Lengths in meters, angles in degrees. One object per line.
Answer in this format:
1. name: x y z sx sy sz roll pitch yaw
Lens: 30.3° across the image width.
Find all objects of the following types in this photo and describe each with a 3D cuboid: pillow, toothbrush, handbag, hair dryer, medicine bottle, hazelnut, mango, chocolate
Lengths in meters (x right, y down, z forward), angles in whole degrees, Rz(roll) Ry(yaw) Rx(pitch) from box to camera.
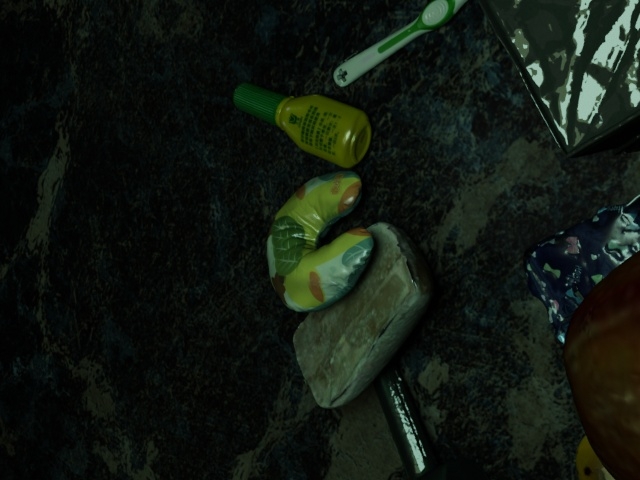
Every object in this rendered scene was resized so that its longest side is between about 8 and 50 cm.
1. pillow: 0.000 0.000 1.845 0.214 0.086 0.233 -36 41 31
2. toothbrush: 0.164 -0.329 1.730 0.418 0.040 0.042 -28 82 37
3. handbag: 0.396 0.040 1.565 0.260 0.113 0.162 -35 71 37
4. hair dryer: 0.117 0.346 1.853 0.244 0.116 0.302 -35 64 36
5. medicine bottle: -0.035 -0.197 1.891 0.260 0.064 0.095 25 110 32
6. hazelnut: 0.483 0.166 1.357 0.421 0.352 0.421 21 151 12
7. mango: 0.428 0.327 1.604 0.178 0.090 0.115 32 108 21
8. chocolate: 0.074 0.121 1.829 0.303 0.100 0.185 -54 42 27

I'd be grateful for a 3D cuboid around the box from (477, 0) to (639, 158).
1. box: 0.409 -0.286 1.442 0.345 0.204 0.251 -34 76 37
